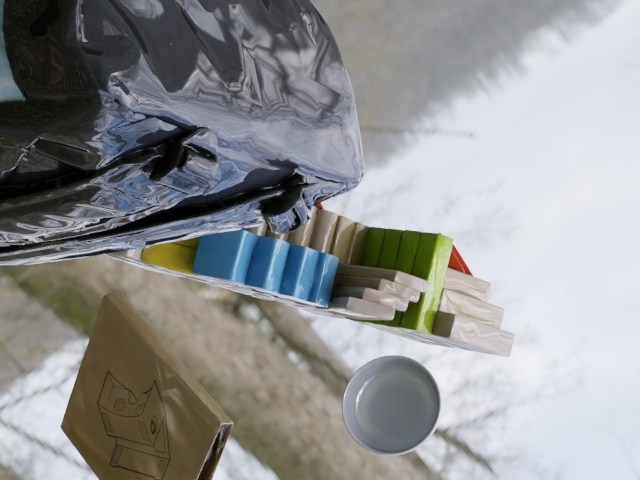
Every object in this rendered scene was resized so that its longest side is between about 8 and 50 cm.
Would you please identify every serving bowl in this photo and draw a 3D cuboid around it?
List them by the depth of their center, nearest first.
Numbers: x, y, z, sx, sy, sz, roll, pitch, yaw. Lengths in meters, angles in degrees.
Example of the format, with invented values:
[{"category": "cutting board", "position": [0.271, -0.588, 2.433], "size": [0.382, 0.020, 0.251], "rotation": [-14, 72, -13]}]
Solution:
[{"category": "serving bowl", "position": [0.061, 0.137, 1.278], "size": [0.083, 0.083, 0.027], "rotation": [-37, 157, 3]}]

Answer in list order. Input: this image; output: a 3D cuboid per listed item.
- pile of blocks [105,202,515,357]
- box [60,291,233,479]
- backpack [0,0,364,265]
[{"category": "pile of blocks", "position": [0.000, 0.000, 1.281], "size": [0.149, 0.362, 0.112], "rotation": [174, -70, -70]}, {"category": "box", "position": [-0.163, 0.168, 1.416], "size": [0.021, 0.201, 0.164], "rotation": [-3, 125, -41]}, {"category": "backpack", "position": [-0.202, -0.092, 0.902], "size": [0.356, 0.273, 0.290], "rotation": [-22, 164, 25]}]
